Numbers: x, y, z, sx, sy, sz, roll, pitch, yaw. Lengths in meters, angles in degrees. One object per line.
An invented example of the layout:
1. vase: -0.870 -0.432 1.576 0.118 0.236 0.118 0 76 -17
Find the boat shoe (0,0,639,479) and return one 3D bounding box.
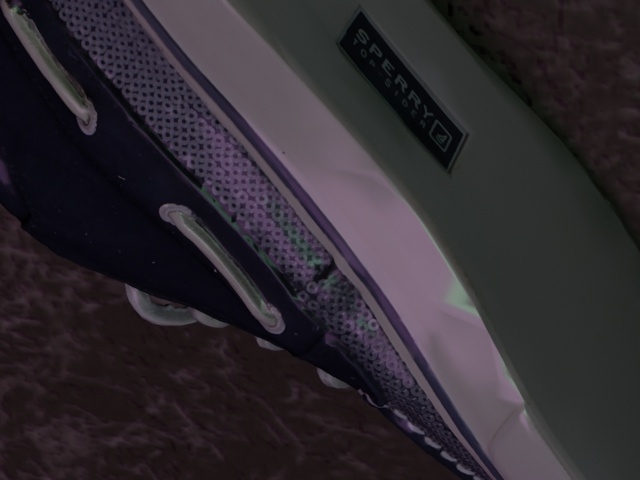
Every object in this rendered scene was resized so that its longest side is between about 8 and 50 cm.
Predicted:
1. boat shoe: 0.000 0.000 0.556 0.158 0.127 0.340 -24 110 41
